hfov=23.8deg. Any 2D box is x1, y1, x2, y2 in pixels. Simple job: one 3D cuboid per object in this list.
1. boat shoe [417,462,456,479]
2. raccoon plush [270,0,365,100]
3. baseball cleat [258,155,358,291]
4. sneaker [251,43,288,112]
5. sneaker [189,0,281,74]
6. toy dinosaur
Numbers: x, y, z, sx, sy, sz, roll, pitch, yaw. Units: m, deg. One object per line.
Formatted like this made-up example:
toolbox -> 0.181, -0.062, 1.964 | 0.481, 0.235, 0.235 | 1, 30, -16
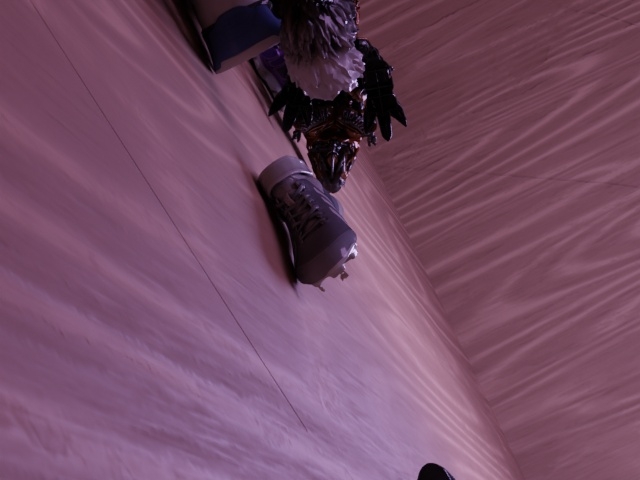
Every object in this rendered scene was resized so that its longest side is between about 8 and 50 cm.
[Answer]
boat shoe -> 0.114, 0.252, 1.444 | 0.133, 0.049, 0.042 | -96, 168, -61
raccoon plush -> -0.072, -0.315, 1.341 | 0.299, 0.216, 0.446 | -28, 108, -46
baseball cleat -> -0.020, -0.021, 1.462 | 0.109, 0.072, 0.206 | 48, 5, -13
sneaker -> -0.054, -0.246, 2.043 | 0.170, 0.071, 0.068 | 56, 10, -49
sneaker -> -0.093, -0.301, 1.661 | 0.315, 0.127, 0.182 | -85, 150, -76
toy dinosaur -> 0.013, -0.216, 1.979 | 0.218, 0.164, 0.321 | -89, 162, -71
